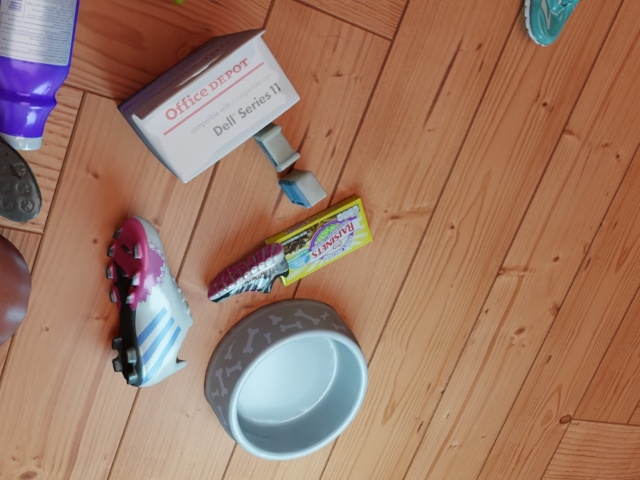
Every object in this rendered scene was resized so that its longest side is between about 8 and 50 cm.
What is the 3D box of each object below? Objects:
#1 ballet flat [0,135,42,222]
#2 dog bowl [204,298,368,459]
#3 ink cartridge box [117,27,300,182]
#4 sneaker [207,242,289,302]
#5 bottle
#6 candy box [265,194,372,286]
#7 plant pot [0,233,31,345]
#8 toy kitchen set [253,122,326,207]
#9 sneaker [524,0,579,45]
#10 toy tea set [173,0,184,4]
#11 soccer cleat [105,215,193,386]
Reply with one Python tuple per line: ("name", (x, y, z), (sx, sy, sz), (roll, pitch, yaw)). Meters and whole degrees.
("ballet flat", (-0.492, -0.130, 1.081), (0.084, 0.058, 0.250), (-42, 96, -2))
("dog bowl", (-0.057, 0.295, 1.532), (0.348, 0.102, 0.349), (-11, 118, -22))
("ink cartridge box", (-0.166, -0.198, 1.082), (0.207, 0.353, 0.119), (-38, 111, -7))
("sneaker", (-0.129, 0.076, 1.404), (0.170, 0.063, 0.075), (-32, 122, 0))
("bottle", (-0.420, -0.274, 1.081), (0.118, 0.092, 0.283), (3, 111, -31))
("candy box", (0.000, 0.000, 1.469), (0.206, 0.027, 0.105), (-28, 125, -14))
("plant pot", (-0.534, 0.057, 1.007), (0.272, 0.265, 0.272), (0, 79, -2))
("toy kitchen set", (-0.124, -0.120, 1.317), (0.166, 0.122, 0.207), (-37, 104, -8))
("sneaker", (0.485, -0.507, 1.437), (0.107, 0.110, 0.275), (17, 105, -33))
("toy tea set", (-0.257, -0.465, 1.008), (0.336, 0.124, 0.200), (17, 116, -48))
("soccer cleat", (-0.294, 0.103, 1.327), (0.143, 0.116, 0.331), (-14, 122, -40))
